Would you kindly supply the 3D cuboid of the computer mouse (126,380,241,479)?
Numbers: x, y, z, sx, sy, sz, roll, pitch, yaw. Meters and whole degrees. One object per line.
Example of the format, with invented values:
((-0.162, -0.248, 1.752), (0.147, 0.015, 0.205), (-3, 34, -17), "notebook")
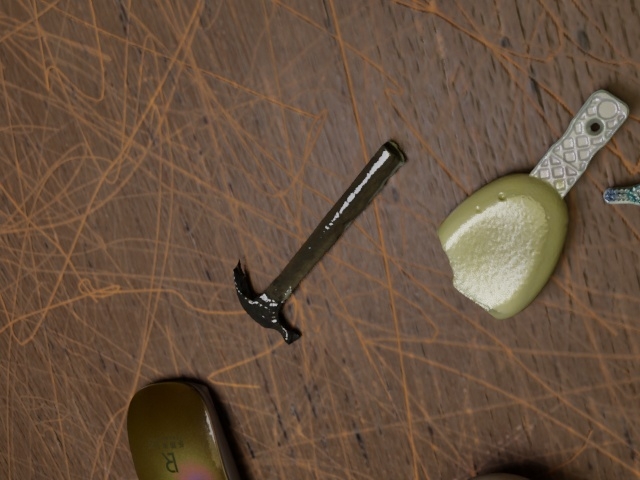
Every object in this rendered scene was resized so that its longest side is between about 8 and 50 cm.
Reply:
((-0.179, 0.346, 1.038), (0.158, 0.072, 0.310), (-10, 105, 28), "computer mouse")

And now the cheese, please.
((0.217, -0.041, 0.744), (0.127, 0.050, 0.255), (36, 116, 10), "cheese")

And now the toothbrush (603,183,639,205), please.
((0.423, -0.047, 0.668), (0.304, 0.030, 0.030), (-1, 108, 21), "toothbrush")

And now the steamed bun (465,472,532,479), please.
((0.226, 0.369, 0.836), (0.177, 0.131, 0.228), (-10, 105, 36), "steamed bun")

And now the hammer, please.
((0.000, 0.000, 0.863), (0.125, 0.027, 0.297), (41, 119, 0), "hammer")
